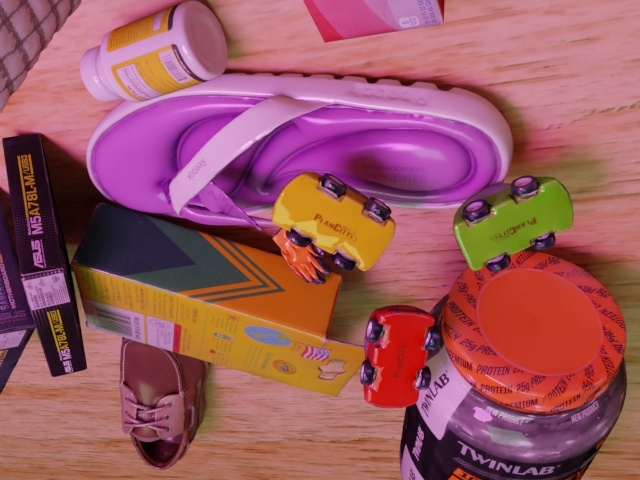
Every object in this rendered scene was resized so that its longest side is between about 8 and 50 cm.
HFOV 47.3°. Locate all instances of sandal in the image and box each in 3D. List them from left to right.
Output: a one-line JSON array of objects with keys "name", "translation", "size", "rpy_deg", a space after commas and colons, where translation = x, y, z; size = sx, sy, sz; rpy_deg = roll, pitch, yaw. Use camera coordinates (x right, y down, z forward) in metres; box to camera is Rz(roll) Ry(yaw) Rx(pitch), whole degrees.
[{"name": "sandal", "translation": [-0.044, -0.065, 0.655], "size": [0.416, 0.102, 0.169], "rpy_deg": [-4, 137, 20]}]

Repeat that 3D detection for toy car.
[{"name": "toy car", "translation": [0.099, 0.009, 0.616], "size": [0.225, 0.053, 0.239], "rpy_deg": [-25, 114, 5]}]

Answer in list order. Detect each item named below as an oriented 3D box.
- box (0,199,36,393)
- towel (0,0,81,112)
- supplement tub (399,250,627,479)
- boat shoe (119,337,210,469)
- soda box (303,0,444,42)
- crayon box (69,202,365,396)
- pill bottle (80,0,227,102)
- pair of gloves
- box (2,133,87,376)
[{"name": "box", "translation": [-0.411, 0.071, 0.867], "size": [0.059, 0.183, 0.233], "rpy_deg": [-8, 156, -38]}, {"name": "towel", "translation": [-0.209, -0.240, 0.368], "size": [0.121, 0.235, 0.283], "rpy_deg": [16, 152, 18]}, {"name": "supplement tub", "translation": [0.197, 0.179, 0.789], "size": [0.207, 0.207, 0.338], "rpy_deg": [7, 140, 8]}, {"name": "boat shoe", "translation": [-0.225, 0.228, 1.037], "size": [0.123, 0.116, 0.324], "rpy_deg": [8, 140, 7]}, {"name": "soda box", "translation": [0.004, -0.231, 0.410], "size": [0.092, 0.083, 0.263], "rpy_deg": [-3, 154, 21]}, {"name": "crayon box", "translation": [-0.105, 0.079, 0.829], "size": [0.319, 0.081, 0.202], "rpy_deg": [18, 152, -4]}, {"name": "pill bottle", "translation": [-0.142, -0.153, 0.611], "size": [0.116, 0.065, 0.065], "rpy_deg": [-10, 135, 26]}, {"name": "pair of gloves", "translation": [0.000, 0.000, 0.745], "size": [0.083, 0.010, 0.074], "rpy_deg": [-39, 90, 5]}, {"name": "box", "translation": [-0.288, 0.019, 0.768], "size": [0.045, 0.184, 0.190], "rpy_deg": [-13, 145, -19]}]
